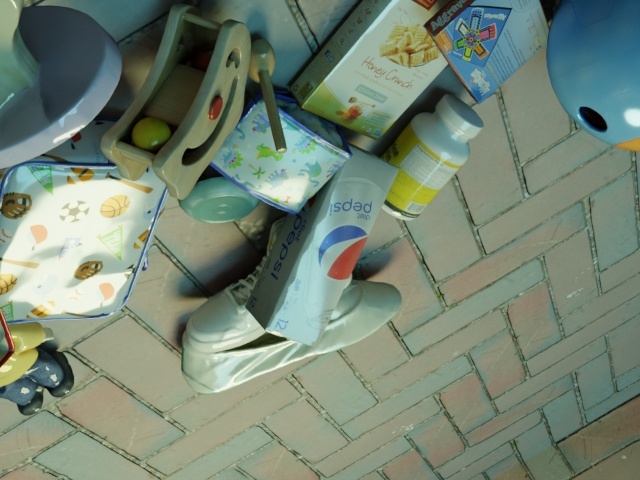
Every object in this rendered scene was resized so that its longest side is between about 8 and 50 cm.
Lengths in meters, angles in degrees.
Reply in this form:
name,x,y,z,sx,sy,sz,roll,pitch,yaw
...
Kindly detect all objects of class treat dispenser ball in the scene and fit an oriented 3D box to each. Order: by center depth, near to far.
name,x,y,z,sx,sy,sz,roll,pitch,yaw
treat dispenser ball,0.456,-0.263,1.288,0.288,0.288,0.288,-19,144,-15

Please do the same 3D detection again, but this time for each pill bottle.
name,x,y,z,sx,sy,sz,roll,pitch,yaw
pill bottle,0.156,-0.125,1.408,0.103,0.103,0.184,10,129,-43

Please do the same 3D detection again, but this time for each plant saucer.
name,x,y,z,sx,sy,sz,roll,pitch,yaw
plant saucer,-0.138,-0.052,1.327,0.119,0.021,0.119,-9,156,-4

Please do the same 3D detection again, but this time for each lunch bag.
name,x,y,z,sx,sy,sz,roll,pitch,yaw
lunch bag,-0.320,-0.018,1.194,0.243,0.115,0.303,-4,137,-36
lunch bag,-0.058,-0.123,1.260,0.151,0.096,0.129,22,122,-38

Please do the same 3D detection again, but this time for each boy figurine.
name,x,y,z,sx,sy,sz,roll,pitch,yaw
boy figurine,-0.473,0.162,1.328,0.177,0.092,0.285,-32,145,4

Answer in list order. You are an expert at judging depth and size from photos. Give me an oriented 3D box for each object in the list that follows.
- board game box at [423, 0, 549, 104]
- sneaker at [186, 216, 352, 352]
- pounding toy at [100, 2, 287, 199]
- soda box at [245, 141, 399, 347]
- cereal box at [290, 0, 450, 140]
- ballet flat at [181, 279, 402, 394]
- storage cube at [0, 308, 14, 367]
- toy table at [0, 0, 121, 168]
name,x,y,z,sx,sy,sz,roll,pitch,yaw
board game box,0.232,-0.278,1.264,0.145,0.027,0.281,-43,159,9
sneaker,-0.088,0.050,1.466,0.292,0.108,0.169,-28,144,-17
pounding toy,-0.114,-0.164,1.071,0.154,0.155,0.269,94,21,-53
soda box,0.000,0.000,1.348,0.091,0.098,0.286,21,97,-26
cereal box,0.095,-0.251,1.252,0.173,0.047,0.240,15,126,-48
ballet flat,-0.049,0.134,1.585,0.400,0.139,0.139,-21,145,-11
storage cube,-0.496,0.100,1.059,0.184,0.193,0.215,92,25,-44
toy table,-0.343,-0.175,0.881,0.274,0.252,0.161,-15,150,19
